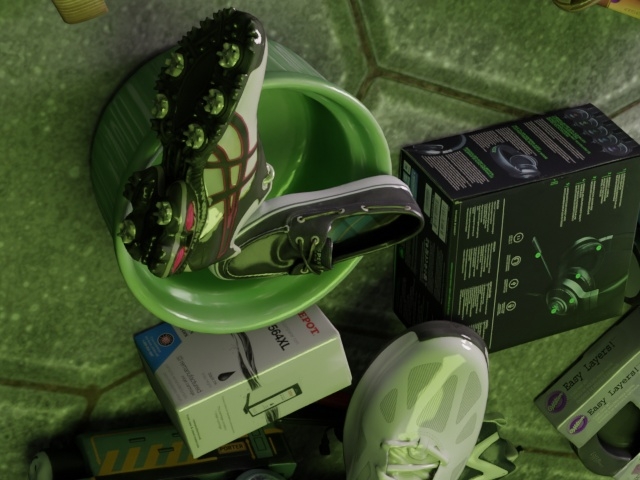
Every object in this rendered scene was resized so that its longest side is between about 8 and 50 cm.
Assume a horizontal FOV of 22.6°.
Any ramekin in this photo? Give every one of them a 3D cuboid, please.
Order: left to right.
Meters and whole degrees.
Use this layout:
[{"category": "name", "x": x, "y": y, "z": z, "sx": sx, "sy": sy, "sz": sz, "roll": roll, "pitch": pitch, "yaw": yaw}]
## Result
[{"category": "ramekin", "x": -0.092, "y": -0.067, "z": 1.669, "sx": 0.303, "sy": 0.148, "sz": 0.303, "roll": -15, "pitch": 129, "yaw": -20}]

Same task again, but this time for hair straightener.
[{"category": "hair straightener", "x": 0.024, "y": 0.229, "z": 2.030, "sx": 0.230, "sy": 0.047, "sz": 0.089, "roll": 13, "pitch": 116, "yaw": -41}]

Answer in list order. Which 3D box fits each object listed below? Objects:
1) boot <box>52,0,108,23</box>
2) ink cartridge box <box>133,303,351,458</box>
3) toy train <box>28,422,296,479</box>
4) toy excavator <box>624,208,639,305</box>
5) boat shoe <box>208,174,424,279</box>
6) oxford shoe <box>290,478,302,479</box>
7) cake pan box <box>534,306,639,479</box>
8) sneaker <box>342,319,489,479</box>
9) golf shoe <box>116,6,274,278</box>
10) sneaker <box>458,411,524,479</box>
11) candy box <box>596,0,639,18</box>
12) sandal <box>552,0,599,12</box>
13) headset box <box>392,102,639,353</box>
[{"category": "boot", "x": -0.185, "y": -0.304, "z": 1.497, "sx": 0.197, "sy": 0.073, "sz": 0.152, "roll": -29, "pitch": 128, "yaw": -12}, {"category": "ink cartridge box", "x": -0.088, "y": 0.136, "z": 1.819, "sx": 0.203, "sy": 0.148, "sz": 0.086, "roll": -25, "pitch": 130, "yaw": -13}, {"category": "toy train", "x": -0.174, "y": 0.295, "z": 1.859, "sx": 0.333, "sy": 0.190, "sz": 0.142, "roll": -6, "pitch": 137, "yaw": -24}, {"category": "toy excavator", "x": 0.516, "y": -0.074, "z": 1.938, "sx": 0.222, "sy": 0.433, "sz": 0.445, "roll": -14, "pitch": 156, "yaw": -20}, {"category": "boat shoe", "x": 0.000, "y": 0.000, "z": 1.615, "sx": 0.228, "sy": 0.076, "sz": 0.080, "roll": -15, "pitch": 129, "yaw": -20}, {"category": "oxford shoe", "x": -0.048, "y": 0.350, "z": 2.018, "sx": 0.363, "sy": 0.130, "sz": 0.133, "roll": -11, "pitch": 121, "yaw": -23}, {"category": "cake pan box", "x": 0.457, "y": 0.212, "z": 2.244, "sx": 0.267, "sy": 0.070, "sz": 0.246, "roll": -43, "pitch": 131, "yaw": 5}, {"category": "sneaker", "x": 0.099, "y": 0.328, "z": 1.827, "sx": 0.169, "sy": 0.257, "sz": 0.448, "roll": 16, "pitch": 111, "yaw": -16}, {"category": "golf shoe", "x": -0.097, "y": -0.092, "z": 1.493, "sx": 0.120, "sy": 0.105, "sz": 0.273, "roll": -1, "pitch": 125, "yaw": -40}, {"category": "sneaker", "x": 0.200, "y": 0.322, "z": 2.157, "sx": 0.153, "sy": 0.094, "sz": 0.235, "roll": -8, "pitch": 116, "yaw": -14}, {"category": "candy box", "x": 0.321, "y": -0.320, "z": 1.786, "sx": 0.186, "sy": 0.053, "sz": 0.109, "roll": 11, "pitch": 117, "yaw": -36}, {"category": "sandal", "x": 0.329, "y": -0.292, "z": 1.732, "sx": 0.180, "sy": 0.072, "sz": 0.049, "roll": -29, "pitch": 147, "yaw": -7}, {"category": "headset box", "x": 0.243, "y": -0.010, "z": 1.913, "sx": 0.283, "sy": 0.131, "sz": 0.246, "roll": -15, "pitch": 128, "yaw": -20}]
